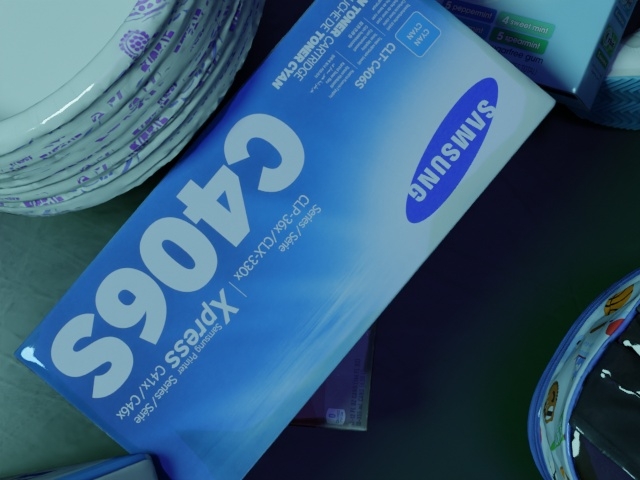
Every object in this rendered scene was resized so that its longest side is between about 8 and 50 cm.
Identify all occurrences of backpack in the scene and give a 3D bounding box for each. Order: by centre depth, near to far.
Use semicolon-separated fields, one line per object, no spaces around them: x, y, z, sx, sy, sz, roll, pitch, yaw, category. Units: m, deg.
0.281;0.135;0.891;0.263;0.213;0.276;43;80;-8;backpack

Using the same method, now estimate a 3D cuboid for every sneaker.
0.280;-0.143;0.973;0.228;0.087;0.092;-9;72;-4;sneaker

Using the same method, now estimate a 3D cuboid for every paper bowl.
-0.162;-0.151;0.878;0.284;0.148;0.284;-13;61;25;paper bowl

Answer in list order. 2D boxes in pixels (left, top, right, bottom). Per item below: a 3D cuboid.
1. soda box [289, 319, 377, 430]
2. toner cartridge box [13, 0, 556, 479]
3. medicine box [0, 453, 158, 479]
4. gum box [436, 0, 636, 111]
0.000;0.000;0.946;0.092;0.083;0.263;6;86;-1;soda box
-0.022;-0.007;0.866;0.165;0.075;0.348;40;87;0;toner cartridge box
-0.267;0.242;0.777;0.289;0.263;0.149;-17;86;34;medicine box
0.154;-0.201;0.949;0.157;0.041;0.184;21;86;31;gum box
